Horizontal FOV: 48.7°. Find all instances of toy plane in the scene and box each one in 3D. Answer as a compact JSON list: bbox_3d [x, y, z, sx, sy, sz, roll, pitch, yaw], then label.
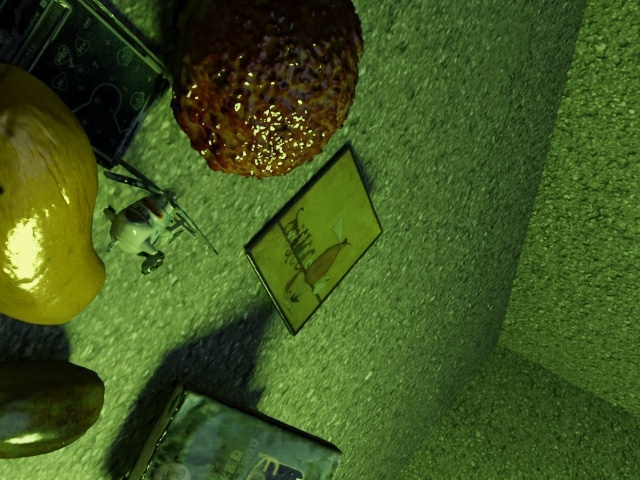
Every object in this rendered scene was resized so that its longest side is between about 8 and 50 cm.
[{"bbox_3d":[-0.236,-0.022,0.964,0.182,0.273,0.107,43,83,-17],"label":"toy plane"}]

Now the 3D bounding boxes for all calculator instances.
[{"bbox_3d":[-0.292,-0.202,0.842,0.166,0.028,0.274,-60,153,-5],"label":"calculator"}]

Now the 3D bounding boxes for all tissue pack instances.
[{"bbox_3d":[-0.164,0.443,1.338,0.361,0.122,0.259,29,85,-20],"label":"tissue pack"}]

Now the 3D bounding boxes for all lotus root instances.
[{"bbox_3d":[-0.390,0.225,0.960,0.124,0.123,0.241,-58,152,10],"label":"lotus root"}]

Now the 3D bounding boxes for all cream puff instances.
[{"bbox_3d":[-0.060,-0.242,0.985,0.350,0.228,0.350,-45,146,-41],"label":"cream puff"}]

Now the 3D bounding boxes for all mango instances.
[{"bbox_3d":[-0.338,-0.032,0.784,0.187,0.144,0.359,-19,138,-29],"label":"mango"}]

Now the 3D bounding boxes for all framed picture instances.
[{"bbox_3d":[0.000,0.000,1.475,0.339,0.014,0.255,-48,133,-27],"label":"framed picture"}]

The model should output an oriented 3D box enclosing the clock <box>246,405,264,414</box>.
[{"bbox_3d":[-0.158,0.530,1.536,0.166,0.235,0.310,12,93,-47],"label":"clock"}]
